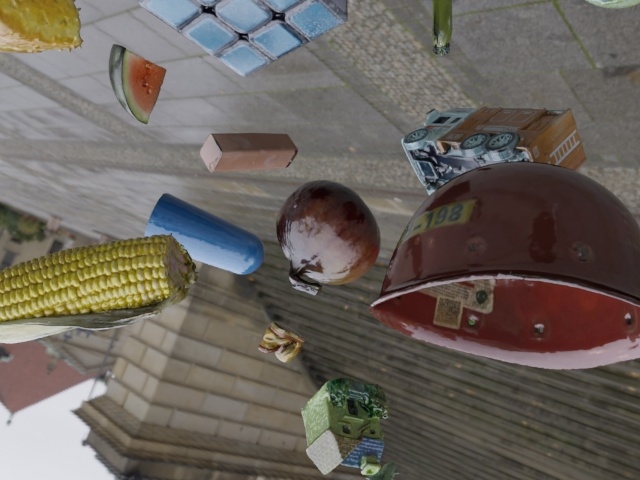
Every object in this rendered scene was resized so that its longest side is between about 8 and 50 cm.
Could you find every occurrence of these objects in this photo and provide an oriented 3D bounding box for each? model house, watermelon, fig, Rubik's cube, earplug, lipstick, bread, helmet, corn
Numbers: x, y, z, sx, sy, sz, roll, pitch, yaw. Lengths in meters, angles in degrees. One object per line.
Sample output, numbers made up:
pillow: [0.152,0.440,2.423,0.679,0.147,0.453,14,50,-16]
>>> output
model house: [0.083,0.487,1.542,0.214,0.189,0.195,22,130,-24]
watermelon: [-0.453,-0.387,1.430,0.145,0.137,0.192,27,138,28]
fig: [0.009,-0.015,1.276,0.215,0.234,0.235,-23,174,-8]
Rubik's cube: [-0.145,-0.571,1.229,0.305,0.303,0.301,-16,152,37]
earplug: [-0.263,-0.002,1.442,0.273,0.132,0.132,22,171,-2]
lipstick: [-0.104,-0.132,0.911,0.145,0.045,0.045,-10,151,-44]
bread: [-0.350,-0.307,0.649,0.143,0.228,0.139,14,-149,28]
helmet: [0.258,0.015,0.776,0.338,0.230,0.385,21,157,-21]
corn: [-0.337,0.068,0.884,0.306,0.122,0.123,-12,-176,-2]

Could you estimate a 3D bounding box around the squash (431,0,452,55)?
squash: [0.279,-0.517,1.401,0.052,0.183,0.052,2,175,0]

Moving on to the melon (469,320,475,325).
melon: [0.305,0.073,1.008,0.064,0.209,0.118,43,-174,-43]

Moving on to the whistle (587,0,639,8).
whistle: [0.232,-0.287,0.512,0.198,0.057,0.104,52,164,-28]

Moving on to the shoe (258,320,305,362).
shoe: [-0.080,0.200,1.209,0.072,0.069,0.109,38,176,19]

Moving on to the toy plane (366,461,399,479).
toy plane: [0.095,0.374,0.931,0.033,0.083,0.080,13,138,41]

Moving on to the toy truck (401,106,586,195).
toy truck: [0.297,-0.160,1.074,0.305,0.162,0.136,20,147,55]
